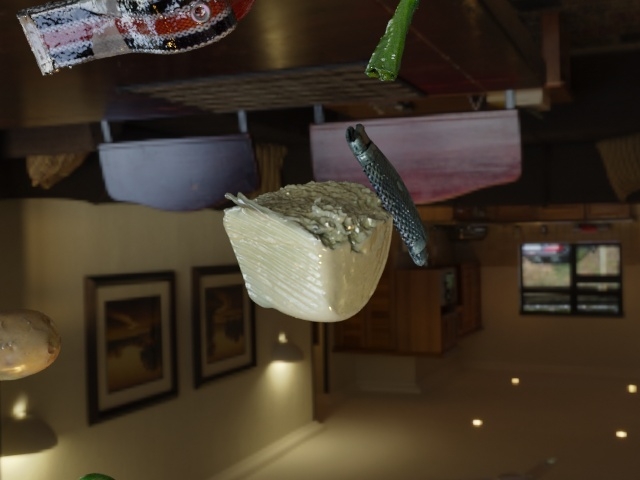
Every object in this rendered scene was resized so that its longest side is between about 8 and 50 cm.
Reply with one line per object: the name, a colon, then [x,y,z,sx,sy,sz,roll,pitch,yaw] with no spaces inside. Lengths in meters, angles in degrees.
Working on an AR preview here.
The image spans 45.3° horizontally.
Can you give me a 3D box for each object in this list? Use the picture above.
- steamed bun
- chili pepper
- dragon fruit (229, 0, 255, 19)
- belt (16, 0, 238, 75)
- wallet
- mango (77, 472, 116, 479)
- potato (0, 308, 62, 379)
steamed bun: [0.000,0.000,1.457,0.272,0.273,0.290,-28,-148,-34]
chili pepper: [0.192,-0.547,1.825,0.085,0.358,0.076,11,168,29]
dragon fruit: [-0.193,-0.440,1.169,0.245,0.244,0.299,-1,-146,32]
belt: [-0.259,-0.289,1.004,0.360,0.094,0.126,3,-149,35]
wallet: [0.169,-0.120,1.867,0.075,0.342,0.237,-28,-165,10]
mango: [-0.636,0.858,2.238,0.225,0.381,0.201,-37,147,12]
potato: [-0.509,0.168,1.233,0.178,0.109,0.118,-4,-166,-12]
